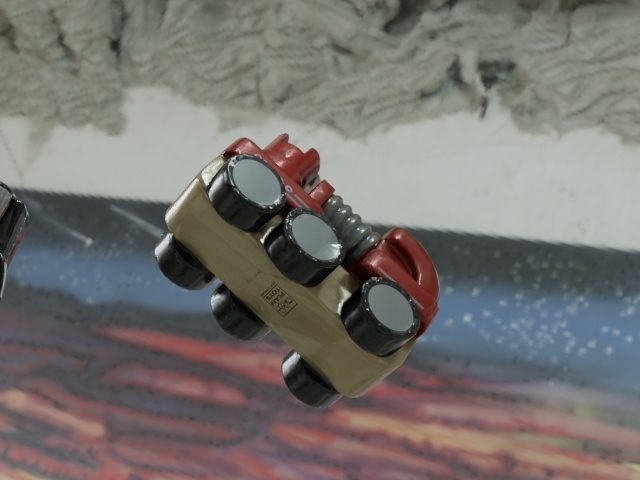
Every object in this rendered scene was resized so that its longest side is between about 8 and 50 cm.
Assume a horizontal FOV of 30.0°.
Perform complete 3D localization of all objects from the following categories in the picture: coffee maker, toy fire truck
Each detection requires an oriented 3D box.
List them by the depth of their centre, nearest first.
[{"bbox_3d":[0.000,0.000,1.026,0.217,0.246,0.158,43,-50,-2],"label":"toy fire truck"},{"bbox_3d":[-0.435,0.026,1.432,0.120,0.178,0.171,26,-29,-16],"label":"coffee maker"}]
